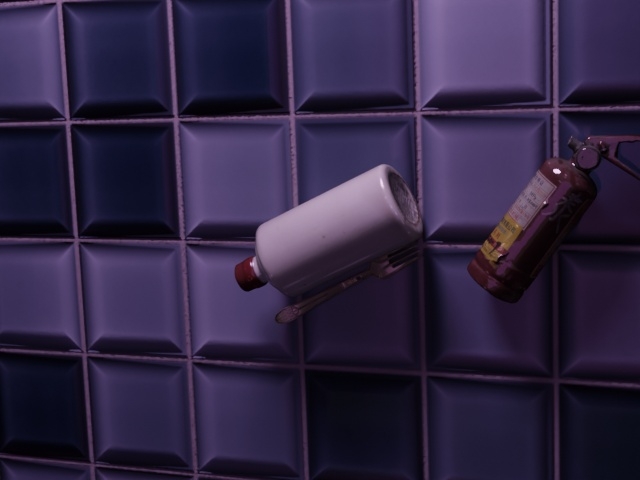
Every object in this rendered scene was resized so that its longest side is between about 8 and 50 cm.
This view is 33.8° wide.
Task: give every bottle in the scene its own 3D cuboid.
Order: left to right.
[{"bbox_3d":[0.000,0.000,1.317,0.245,0.104,0.104,-26,89,20],"label":"bottle"}]

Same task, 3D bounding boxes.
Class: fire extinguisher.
[{"bbox_3d":[0.286,-0.037,1.235,0.106,0.075,0.252,29,108,-16],"label":"fire extinguisher"}]

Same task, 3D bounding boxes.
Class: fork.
[{"bbox_3d":[0.029,0.056,1.355,0.219,0.028,0.034,-27,93,21],"label":"fork"}]
